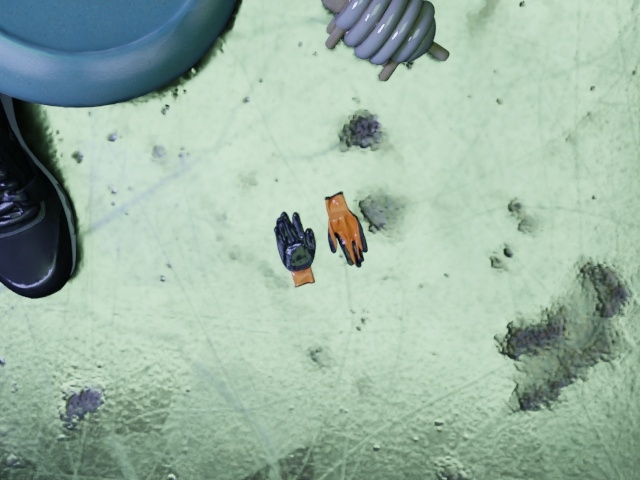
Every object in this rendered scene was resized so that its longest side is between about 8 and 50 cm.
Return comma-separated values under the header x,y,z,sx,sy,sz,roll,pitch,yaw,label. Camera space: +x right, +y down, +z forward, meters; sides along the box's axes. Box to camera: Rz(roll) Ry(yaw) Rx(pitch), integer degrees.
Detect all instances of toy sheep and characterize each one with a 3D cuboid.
x,y,z,sx,sy,sz,roll,pitch,yaw,label
0.058,-0.197,1.157,0.132,0.091,0.091,27,97,-16,toy sheep

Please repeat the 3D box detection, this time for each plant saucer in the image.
x,y,z,sx,sy,sz,roll,pitch,yaw,label
-0.216,-0.275,1.114,0.318,0.044,0.317,2,82,-16,plant saucer

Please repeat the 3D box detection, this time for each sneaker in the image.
x,y,z,sx,sy,sz,roll,pitch,yaw,label
-0.313,-0.073,1.156,0.107,0.124,0.283,-21,96,4,sneaker

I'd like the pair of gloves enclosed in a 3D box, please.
x,y,z,sx,sy,sz,roll,pitch,yaw,label
0.000,0.000,1.216,0.083,0.010,0.074,-19,98,6,pair of gloves
